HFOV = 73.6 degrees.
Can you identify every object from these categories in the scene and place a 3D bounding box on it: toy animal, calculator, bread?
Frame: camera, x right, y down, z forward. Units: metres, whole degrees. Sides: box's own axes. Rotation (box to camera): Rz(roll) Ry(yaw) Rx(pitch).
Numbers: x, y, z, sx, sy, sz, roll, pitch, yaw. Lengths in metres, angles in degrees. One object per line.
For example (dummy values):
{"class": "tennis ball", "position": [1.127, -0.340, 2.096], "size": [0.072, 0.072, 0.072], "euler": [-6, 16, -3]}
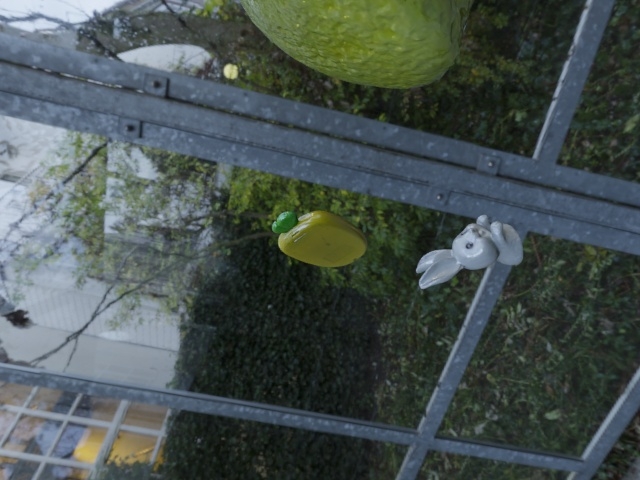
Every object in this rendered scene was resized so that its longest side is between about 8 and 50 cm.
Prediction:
{"class": "toy animal", "position": [0.310, 0.022, 0.934], "size": [0.103, 0.221, 0.130], "euler": [-107, 1, -53]}
{"class": "calculator", "position": [0.000, 0.000, 0.887], "size": [0.146, 0.235, 0.032], "euler": [-36, 49, 32]}
{"class": "bread", "position": [0.069, -0.411, 0.629], "size": [0.348, 0.349, 0.307], "euler": [176, 115, -84]}
